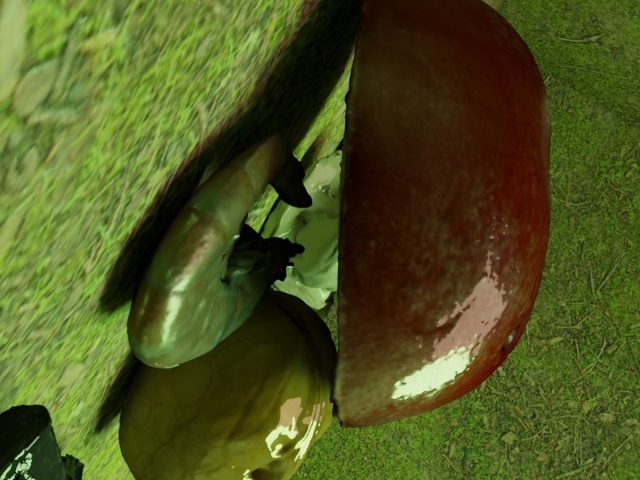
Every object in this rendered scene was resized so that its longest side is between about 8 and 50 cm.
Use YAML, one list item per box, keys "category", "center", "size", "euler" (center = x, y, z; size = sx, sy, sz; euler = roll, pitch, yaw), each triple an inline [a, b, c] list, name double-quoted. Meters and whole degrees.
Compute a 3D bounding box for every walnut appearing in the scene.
- category: "walnut"
  center: [-0.071, 0.126, 0.762]
  size: [0.207, 0.159, 0.159]
  euler: [-52, 180, 27]

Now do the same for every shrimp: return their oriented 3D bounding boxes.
- category: "shrimp"
  center: [-0.053, -0.009, 0.617]
  size: [0.254, 0.059, 0.145]
  euler: [-39, 153, -63]

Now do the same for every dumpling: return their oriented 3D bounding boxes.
- category: "dumpling"
  center: [0.000, 0.000, 0.994]
  size: [0.136, 0.118, 0.199]
  euler: [-44, 139, -19]

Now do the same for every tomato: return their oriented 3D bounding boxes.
- category: "tomato"
  center: [0.091, -0.027, 0.711]
  size: [0.338, 0.143, 0.339]
  euler: [5, 90, -86]

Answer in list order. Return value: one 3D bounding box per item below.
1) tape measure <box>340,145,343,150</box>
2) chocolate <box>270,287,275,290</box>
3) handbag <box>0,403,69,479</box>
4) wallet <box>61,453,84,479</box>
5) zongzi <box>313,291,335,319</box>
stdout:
- category: "tape measure"
  center: [0.070, -0.072, 1.256]
  size: [0.253, 0.114, 0.260]
  euler: [-56, 176, -19]
- category: "chocolate"
  center: [-0.071, 0.085, 0.976]
  size: [0.125, 0.080, 0.149]
  euler: [-59, 175, 31]
- category: "handbag"
  center: [-0.194, 0.205, 0.430]
  size: [0.270, 0.088, 0.175]
  euler: [-57, 168, -25]
- category: "wallet"
  center: [-0.196, 0.233, 0.597]
  size: [0.202, 0.059, 0.141]
  euler: [-57, -174, -11]
- category: "zongzi"
  center: [-0.003, 0.006, 1.449]
  size: [0.189, 0.081, 0.178]
  euler: [97, 6, -59]
